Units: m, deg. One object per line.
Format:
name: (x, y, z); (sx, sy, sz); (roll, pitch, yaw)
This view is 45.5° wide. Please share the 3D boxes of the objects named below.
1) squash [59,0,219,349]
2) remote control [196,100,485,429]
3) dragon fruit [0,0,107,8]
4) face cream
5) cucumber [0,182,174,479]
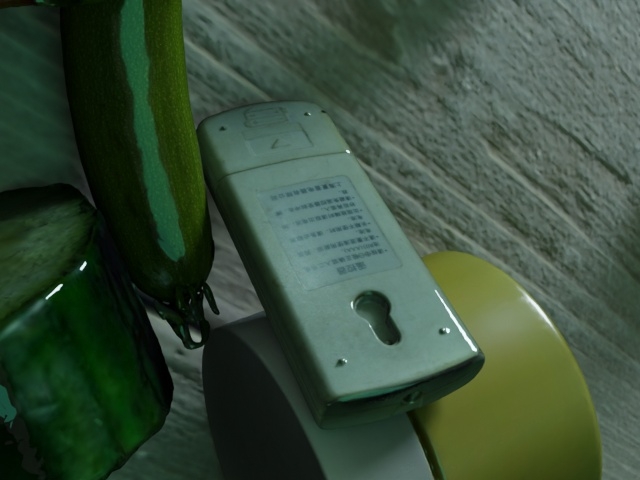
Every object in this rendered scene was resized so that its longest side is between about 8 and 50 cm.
squash: (-0.108, -0.093, 0.448); (0.080, 0.071, 0.318); (-4, 100, -9)
remote control: (0.000, 0.000, 0.455); (0.098, 0.233, 0.038); (-14, 141, -20)
dragon fruit: (-0.205, -0.209, 0.321); (0.268, 0.130, 0.295); (-47, 115, -3)
face cream: (0.045, 0.133, 0.514); (0.179, 0.218, 0.218); (-17, 112, -25)
cucumber: (-0.169, 0.062, 0.403); (0.191, 0.191, 0.130); (-29, 116, -20)
